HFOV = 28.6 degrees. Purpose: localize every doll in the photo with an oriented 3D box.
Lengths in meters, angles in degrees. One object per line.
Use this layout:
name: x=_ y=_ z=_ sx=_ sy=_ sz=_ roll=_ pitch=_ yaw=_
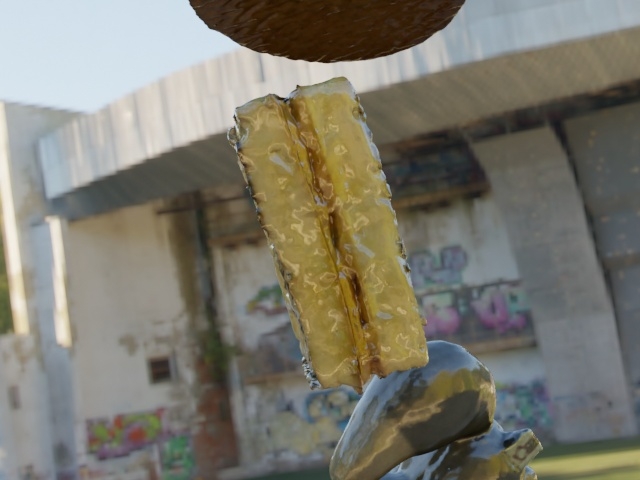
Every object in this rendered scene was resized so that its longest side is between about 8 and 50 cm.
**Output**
doll: x=0.093 y=0.336 z=1.657 sx=0.382 sy=0.378 sz=0.252 roll=-41 pitch=27 yaw=-22

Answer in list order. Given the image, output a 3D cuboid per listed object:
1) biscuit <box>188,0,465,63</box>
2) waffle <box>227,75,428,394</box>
biscuit: x=0.003 y=-0.238 z=1.123 sx=0.262 sy=0.037 sz=0.262 roll=2 pitch=-23 yaw=1
waffle: x=-0.001 y=0.000 z=1.154 sx=0.114 sy=0.260 sz=0.376 roll=-15 pitch=1 yaw=-3
